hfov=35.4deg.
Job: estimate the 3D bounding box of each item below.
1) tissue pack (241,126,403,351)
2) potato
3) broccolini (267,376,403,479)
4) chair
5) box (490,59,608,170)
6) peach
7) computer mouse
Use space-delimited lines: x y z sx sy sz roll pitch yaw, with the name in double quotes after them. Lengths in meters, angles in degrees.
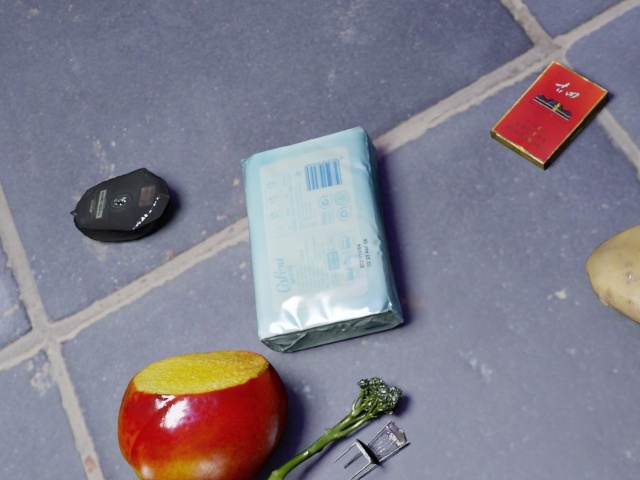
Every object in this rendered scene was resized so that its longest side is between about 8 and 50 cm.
0.000 0.000 1.295 0.177 0.089 0.263 -14 65 12 "tissue pack"
0.425 0.044 1.125 0.234 0.128 0.161 -15 46 15 "potato"
0.016 0.234 1.195 0.194 0.052 0.054 -40 75 -11 "broccolini"
0.060 0.248 1.183 0.086 0.042 0.037 -39 64 -3 "chair"
0.299 -0.164 1.313 0.133 0.023 0.090 -46 63 -7 "box"
-0.139 0.204 1.185 0.190 0.190 0.192 34 98 28 "peach"
-0.277 -0.045 1.424 0.172 0.057 0.099 -7 65 27 "computer mouse"
